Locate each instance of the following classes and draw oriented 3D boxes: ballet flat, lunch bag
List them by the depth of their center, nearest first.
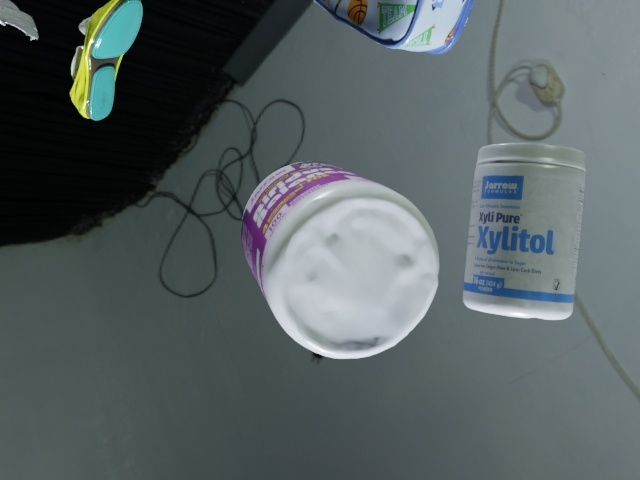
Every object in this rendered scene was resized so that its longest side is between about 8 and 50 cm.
[{"bbox_3d":[0.094,-0.383,0.790,0.303,0.114,0.243,47,132,41],"label":"lunch bag"},{"bbox_3d":[-0.343,-0.293,0.979,0.077,0.077,0.231,44,128,15],"label":"ballet flat"}]

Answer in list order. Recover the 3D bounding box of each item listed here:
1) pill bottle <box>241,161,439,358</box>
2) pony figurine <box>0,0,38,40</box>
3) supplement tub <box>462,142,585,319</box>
[{"bbox_3d":[0.000,0.000,0.711,0.301,0.169,0.169,-138,59,-71],"label":"pill bottle"},{"bbox_3d":[-0.519,-0.371,0.716,0.363,0.351,0.303,-27,62,22],"label":"pony figurine"},{"bbox_3d":[0.133,-0.005,0.416,0.071,0.071,0.107,4,90,39],"label":"supplement tub"}]
